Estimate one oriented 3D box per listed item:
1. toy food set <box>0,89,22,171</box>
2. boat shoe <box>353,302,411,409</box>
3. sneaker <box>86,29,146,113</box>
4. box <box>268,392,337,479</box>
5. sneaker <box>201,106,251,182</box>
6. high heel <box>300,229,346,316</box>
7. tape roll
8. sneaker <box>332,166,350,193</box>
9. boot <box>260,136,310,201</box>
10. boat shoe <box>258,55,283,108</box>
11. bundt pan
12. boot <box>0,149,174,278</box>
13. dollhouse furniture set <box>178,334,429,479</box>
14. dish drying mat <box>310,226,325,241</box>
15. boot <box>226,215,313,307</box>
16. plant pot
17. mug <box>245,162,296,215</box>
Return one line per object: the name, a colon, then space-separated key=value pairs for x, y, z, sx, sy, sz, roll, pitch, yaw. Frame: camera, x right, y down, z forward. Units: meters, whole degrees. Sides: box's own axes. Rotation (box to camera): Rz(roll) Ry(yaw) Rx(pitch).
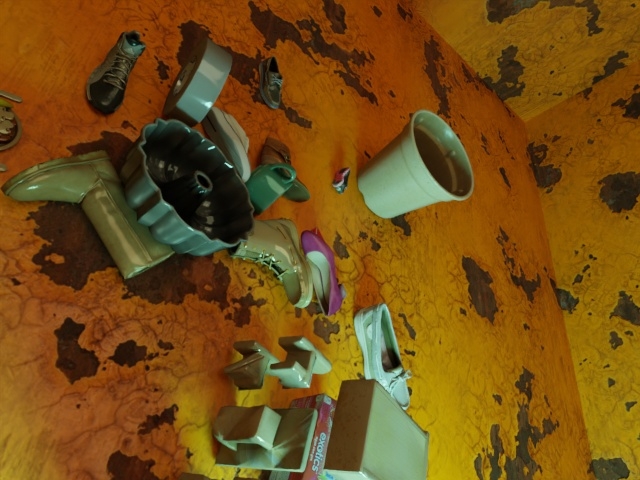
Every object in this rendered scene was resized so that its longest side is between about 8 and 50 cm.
toy food set: x=-0.650 y=-0.232 z=0.887 sx=0.133 sy=0.039 sz=0.191 roll=14 pitch=60 yaw=-39
boat shoe: x=0.194 y=0.345 z=1.351 sx=0.118 sy=0.103 sz=0.320 roll=0 pitch=69 yaw=-44
sneaker: x=-0.475 y=-0.415 z=1.083 sx=0.086 sy=0.132 sz=0.228 roll=25 pitch=53 yaw=-34
box: x=-0.019 y=0.497 z=1.047 sx=0.123 sy=0.128 sz=0.256 roll=39 pitch=47 yaw=-23
sneaker: x=-0.231 y=-0.262 z=1.241 sx=0.091 sy=0.094 sz=0.258 roll=-3 pitch=58 yaw=-44
high heel: x=-0.007 y=0.093 z=1.309 sx=0.117 sy=0.082 sz=0.243 roll=-42 pitch=113 yaw=-57
tape roll: x=-0.313 y=-0.396 z=1.167 sx=0.072 sy=0.219 sz=0.219 roll=27 pitch=53 yaw=-33
sneaker: x=0.077 y=-0.205 z=1.581 sx=0.057 sy=0.047 sz=0.119 roll=60 pitch=40 yaw=-31
boot: x=-0.100 y=-0.216 z=1.392 sx=0.197 sy=0.073 sz=0.152 roll=40 pitch=34 yaw=-38
boat shoe: x=-0.158 y=-0.518 z=1.493 sx=0.066 sy=0.066 sz=0.183 roll=1 pitch=68 yaw=-43
bundt pan: x=-0.304 y=-0.105 z=1.042 sx=0.331 sy=0.124 sz=0.330 roll=43 pitch=28 yaw=-31
boot: x=-0.456 y=-0.040 z=0.939 sx=0.236 sy=0.089 sz=0.269 roll=-36 pitch=97 yaw=-47
dollhouse furniture set: x=-0.022 y=0.409 z=0.913 sx=0.256 sy=0.395 sz=0.362 roll=52 pitch=39 yaw=-34
dish drying mat: x=0.000 y=0.000 z=1.416 sx=0.032 sy=0.008 sz=0.083 roll=-29 pitch=90 yaw=-49
boot: x=-0.134 y=0.052 z=1.190 sx=0.204 sy=0.095 sz=0.261 roll=7 pitch=58 yaw=-43
plant pot: x=0.310 y=-0.232 z=1.618 sx=0.334 sy=0.306 sz=0.333 roll=22 pitch=55 yaw=-35
mug: x=-0.145 y=-0.155 z=1.252 sx=0.097 sy=0.158 sz=0.129 roll=47 pitch=0 yaw=-7
